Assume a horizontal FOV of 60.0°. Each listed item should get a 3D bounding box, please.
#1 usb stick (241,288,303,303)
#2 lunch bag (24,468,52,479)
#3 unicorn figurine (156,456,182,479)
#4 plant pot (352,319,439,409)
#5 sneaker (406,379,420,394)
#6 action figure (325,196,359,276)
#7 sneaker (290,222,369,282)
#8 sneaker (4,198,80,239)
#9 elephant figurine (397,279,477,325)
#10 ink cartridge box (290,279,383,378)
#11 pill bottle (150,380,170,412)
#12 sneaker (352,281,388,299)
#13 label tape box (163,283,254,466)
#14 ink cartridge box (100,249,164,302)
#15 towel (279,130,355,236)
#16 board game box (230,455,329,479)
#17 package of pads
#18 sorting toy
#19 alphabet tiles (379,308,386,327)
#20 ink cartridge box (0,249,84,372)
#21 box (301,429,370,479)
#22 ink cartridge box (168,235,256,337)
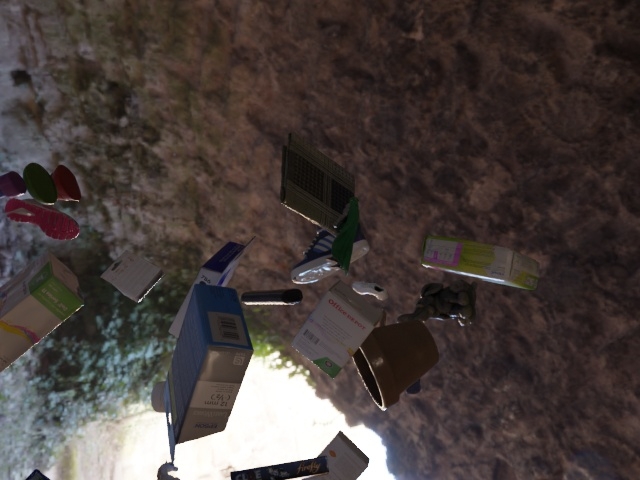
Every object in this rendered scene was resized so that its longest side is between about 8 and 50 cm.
[{"bbox_3d":[-0.153,0.173,1.695,0.278,0.077,0.045,-9,-91,54],"label":"usb stick"},{"bbox_3d":[-0.647,0.614,1.237,0.096,0.151,0.128,18,-41,23],"label":"lunch bag"},{"bbox_3d":[-0.346,0.574,1.268,0.161,0.111,0.060,-64,143,-34],"label":"unicorn figurine"},{"bbox_3d":[0.240,0.364,1.740,0.263,0.229,0.262,158,-90,-80],"label":"plant pot"},{"bbox_3d":[0.336,0.466,2.056,0.090,0.082,0.232,-98,-175,-53],"label":"sneaker"},{"bbox_3d":[0.072,-0.029,1.601,0.137,0.064,0.232,63,39,-54],"label":"action figure"},{"bbox_3d":[0.000,0.000,2.081,0.236,0.323,0.130,61,-9,25],"label":"sneaker"},{"bbox_3d":[-0.985,-0.089,1.998,0.102,0.252,0.111,-59,-166,11],"label":"sneaker"},{"bbox_3d":[0.405,0.216,1.919,0.240,0.186,0.169,-14,-119,31],"label":"elephant figurine"},{"bbox_3d":[0.043,0.239,1.494,0.212,0.154,0.093,-57,170,27],"label":"ink cartridge box"},{"bbox_3d":[-0.421,0.503,1.792,0.131,0.230,0.131,-7,90,-73],"label":"pill bottle"},{"bbox_3d":[0.198,0.188,2.208,0.061,0.152,0.053,71,38,-55],"label":"sneaker"},{"bbox_3d":[-0.276,0.314,1.312,0.249,0.115,0.347,-123,-133,-57],"label":"label tape box"},{"bbox_3d":[-0.692,0.130,2.039,0.179,0.145,0.045,24,-31,22],"label":"ink cartridge box"},{"bbox_3d":[-0.008,-0.168,1.811,0.056,0.324,0.312,-28,-136,36],"label":"towel"},{"bbox_3d":[-0.102,0.604,1.442,0.165,0.244,0.042,92,-10,-66],"label":"board game box"},{"bbox_3d":[0.475,0.064,1.663,0.297,0.229,0.101,10,-94,41],"label":"package of pads"},{"bbox_3d":[-0.842,-0.145,1.607,0.365,0.126,0.127,-64,132,-83],"label":"sorting toy"},{"bbox_3d":[0.265,0.403,2.401,0.237,0.009,0.198,48,48,-73],"label":"alphabet tiles"},{"bbox_3d":[-0.807,0.207,1.442,0.119,0.353,0.207,55,-12,-32],"label":"ink cartridge box"},{"bbox_3d":[0.044,0.677,1.649,0.130,0.170,0.091,42,-1,12],"label":"box"},{"bbox_3d":[-0.300,0.120,1.524,0.332,0.065,0.165,-55,179,30],"label":"ink cartridge box"}]
